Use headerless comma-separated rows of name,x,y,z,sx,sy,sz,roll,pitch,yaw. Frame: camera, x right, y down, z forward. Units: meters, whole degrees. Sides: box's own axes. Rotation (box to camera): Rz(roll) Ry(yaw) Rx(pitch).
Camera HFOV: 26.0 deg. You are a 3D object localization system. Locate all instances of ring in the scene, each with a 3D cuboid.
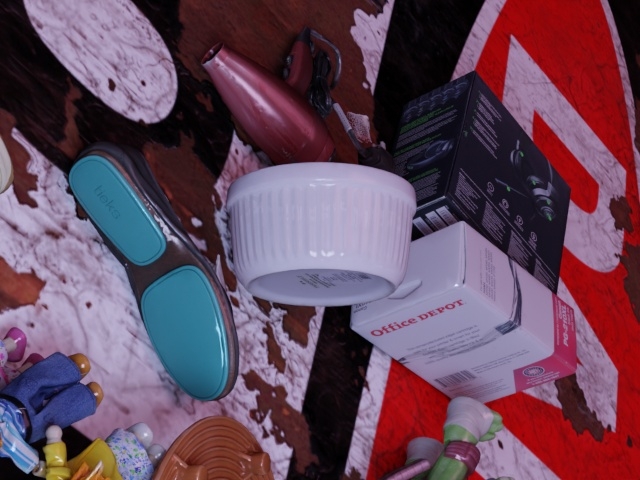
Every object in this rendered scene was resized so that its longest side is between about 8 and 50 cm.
ring,-0.086,0.323,1.214,0.336,0.032,0.336,-2,90,-69

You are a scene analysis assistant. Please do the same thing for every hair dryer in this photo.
hair dryer,-0.041,-0.171,1.669,0.293,0.080,0.223,13,44,-56

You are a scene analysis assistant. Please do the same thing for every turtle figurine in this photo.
turtle figurine,0.157,0.321,1.519,0.266,0.275,0.197,-67,159,-52

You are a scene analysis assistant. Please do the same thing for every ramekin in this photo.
ramekin,0.000,0.000,1.491,0.207,0.207,0.109,20,64,-47

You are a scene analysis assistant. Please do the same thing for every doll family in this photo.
doll family,-0.223,0.164,1.117,0.263,0.118,0.163,51,32,5

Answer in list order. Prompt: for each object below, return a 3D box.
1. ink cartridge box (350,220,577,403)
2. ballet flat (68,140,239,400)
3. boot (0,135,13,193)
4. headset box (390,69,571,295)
ink cartridge box,0.175,0.095,1.687,0.237,0.172,0.100,36,44,-36
ballet flat,-0.147,0.022,1.376,0.280,0.095,0.096,63,22,-4
boot,-0.367,-0.104,1.165,0.213,0.077,0.165,62,36,-11
headset box,0.208,-0.050,1.854,0.246,0.131,0.283,46,39,-27
